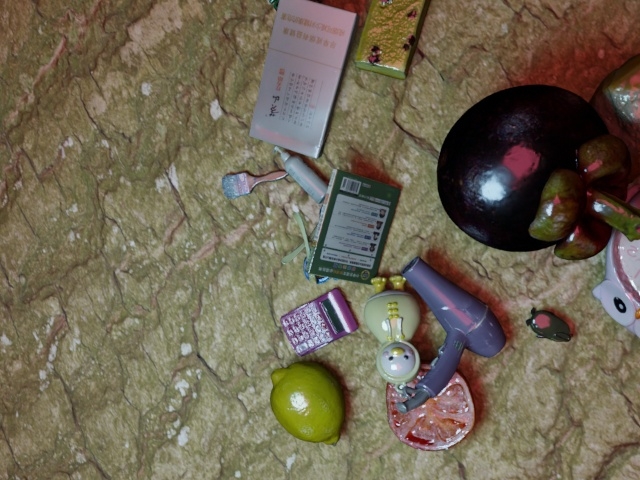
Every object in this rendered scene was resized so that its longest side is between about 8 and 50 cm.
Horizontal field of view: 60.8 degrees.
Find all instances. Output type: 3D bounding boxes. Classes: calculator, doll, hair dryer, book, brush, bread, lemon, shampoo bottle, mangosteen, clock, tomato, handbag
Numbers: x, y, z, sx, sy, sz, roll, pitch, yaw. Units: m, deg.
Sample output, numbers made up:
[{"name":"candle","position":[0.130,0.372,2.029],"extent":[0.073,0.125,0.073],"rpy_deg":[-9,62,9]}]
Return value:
[{"name":"calculator","position":[-0.007,0.220,1.456],"extent":[0.190,0.034,0.127],"rpy_deg":[-28,87,16]},{"name":"doll","position":[0.182,0.222,1.329],"extent":[0.141,0.117,0.296],"rpy_deg":[-4,52,0]},{"name":"hair dryer","position":[0.261,0.239,1.259],"extent":[0.301,0.121,0.361],"rpy_deg":[43,55,-6]},{"name":"book","position":[0.084,-0.028,1.372],"extent":[0.202,0.027,0.264],"rpy_deg":[12,95,-31]},{"name":"brush","position":[-0.173,-0.164,1.486],"extent":[0.196,0.021,0.070],"rpy_deg":[-12,89,9]},{"name":"bread","position":[0.201,-0.600,1.367],"extent":[0.138,0.077,0.361],"rpy_deg":[17,95,10]},{"name":"bread","position":[0.721,-0.285,1.173],"extent":[0.250,0.279,0.225],"rpy_deg":[-25,71,2]},{"name":"lemon","position":[-0.026,0.413,1.391],"extent":[0.184,0.184,0.248],"rpy_deg":[-40,95,10]},{"name":"shampoo bottle","position":[-0.053,-0.182,1.441],"extent":[0.195,0.056,0.056],"rpy_deg":[46,99,6]},{"name":"mangosteen","position":[0.457,-0.121,1.155],"extent":[0.382,0.382,0.435],"rpy_deg":[-37,48,10]},{"name":"clock","position":[0.782,0.048,1.154],"extent":[0.368,0.250,0.377],"rpy_deg":[44,138,36]},{"name":"tomato","position":[0.271,0.402,1.374],"extent":[0.236,0.095,0.237],"rpy_deg":[1,95,12]},{"name":"handbag","position":[0.562,0.213,1.332],"extent":[0.111,0.047,0.072],"rpy_deg":[27,91,9]}]

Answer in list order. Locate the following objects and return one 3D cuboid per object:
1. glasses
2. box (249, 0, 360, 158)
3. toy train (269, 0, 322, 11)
[{"name":"glasses","position":[-0.022,-0.010,1.398],"extent":[0.102,0.207,0.239],"rpy_deg":[25,96,51]},{"name":"box","position":[-0.047,-0.414,1.395],"extent":[0.204,0.051,0.365],"rpy_deg":[20,109,10]},{"name":"toy train","position":[-0.084,-0.659,1.418],"extent":[0.227,0.091,0.136],"rpy_deg":[45,109,7]}]
